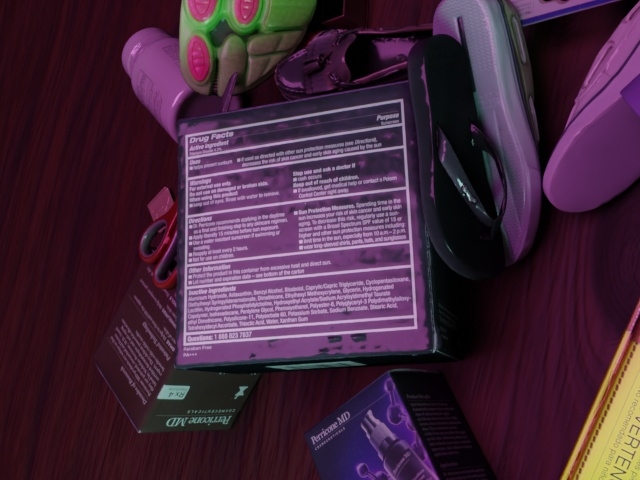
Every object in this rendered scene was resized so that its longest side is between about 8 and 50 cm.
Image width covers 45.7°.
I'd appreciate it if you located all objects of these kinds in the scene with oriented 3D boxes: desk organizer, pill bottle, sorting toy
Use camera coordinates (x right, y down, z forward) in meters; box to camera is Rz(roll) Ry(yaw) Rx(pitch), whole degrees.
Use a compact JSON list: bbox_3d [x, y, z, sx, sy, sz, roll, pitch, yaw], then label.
[{"bbox_3d":[0.036,-0.363,1.077,0.047,0.050,0.130,-5,78,42],"label":"desk organizer"},{"bbox_3d":[-0.236,-0.257,1.248,0.229,0.131,0.131,46,112,38],"label":"pill bottle"},{"bbox_3d":[-0.281,-0.045,1.325,0.083,0.012,0.062,-42,61,24],"label":"sorting toy"}]

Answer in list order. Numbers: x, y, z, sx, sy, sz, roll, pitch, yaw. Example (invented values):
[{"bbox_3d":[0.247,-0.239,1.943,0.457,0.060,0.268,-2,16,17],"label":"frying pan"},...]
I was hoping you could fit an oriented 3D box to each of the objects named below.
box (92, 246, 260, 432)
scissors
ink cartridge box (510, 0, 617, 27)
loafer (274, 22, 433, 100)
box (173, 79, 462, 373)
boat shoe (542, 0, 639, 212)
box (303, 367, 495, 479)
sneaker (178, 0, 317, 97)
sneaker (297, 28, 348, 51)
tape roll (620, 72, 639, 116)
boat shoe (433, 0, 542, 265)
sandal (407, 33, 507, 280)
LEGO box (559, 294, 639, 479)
[{"bbox_3d":[-0.187,0.143,1.092,0.167,0.168,0.203,41,109,39],"label":"box"},{"bbox_3d":[-0.156,-0.076,1.005,0.109,0.021,0.297,37,99,43],"label":"scissors"},{"bbox_3d":[0.288,-0.394,0.846,0.165,0.065,0.332,-2,78,43],"label":"ink cartridge box"},{"bbox_3d":[0.060,-0.232,0.948,0.268,0.084,0.096,-5,80,19],"label":"loafer"},{"bbox_3d":[0.000,0.000,0.888,0.296,0.183,0.294,-6,77,18],"label":"box"},{"bbox_3d":[0.306,-0.154,0.763,0.267,0.096,0.088,-64,20,21],"label":"boat shoe"},{"bbox_3d":[0.097,0.270,0.848,0.153,0.108,0.207,-44,55,28],"label":"box"},{"bbox_3d":[-0.091,-0.414,1.125,0.202,0.185,0.482,136,149,-70],"label":"sneaker"},{"bbox_3d":[0.010,-0.187,1.039,0.093,0.088,0.225,1,82,41],"label":"sneaker"},{"bbox_3d":[0.350,-0.088,0.638,0.080,0.189,0.189,-46,54,26],"label":"tape roll"},{"bbox_3d":[0.199,-0.124,0.827,0.109,0.094,0.302,4,108,47],"label":"boat shoe"},{"bbox_3d":[0.142,-0.080,0.758,0.054,0.097,0.254,-6,101,48],"label":"sandal"},{"bbox_3d":[0.324,0.304,0.514,0.373,0.193,0.500,25,98,26],"label":"LEGO box"}]
